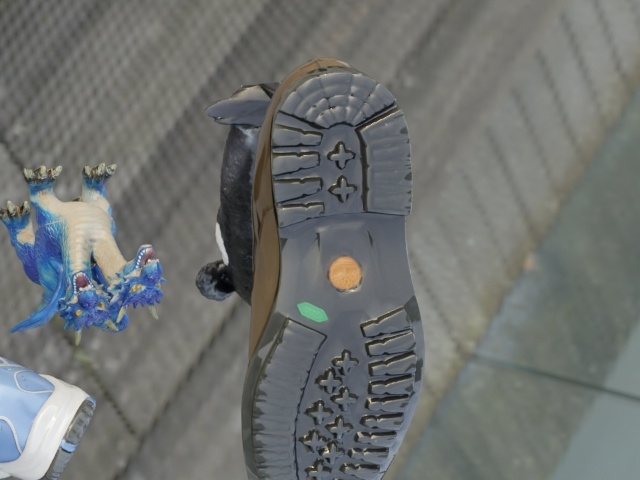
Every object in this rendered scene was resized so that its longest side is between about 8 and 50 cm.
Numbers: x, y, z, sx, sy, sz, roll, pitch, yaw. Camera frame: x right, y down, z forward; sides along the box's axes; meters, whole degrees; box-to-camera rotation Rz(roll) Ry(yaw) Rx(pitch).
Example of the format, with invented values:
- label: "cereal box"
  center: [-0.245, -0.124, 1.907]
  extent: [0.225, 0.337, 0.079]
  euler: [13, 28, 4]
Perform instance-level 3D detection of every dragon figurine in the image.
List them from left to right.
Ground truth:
- label: "dragon figurine"
  center: [-0.197, 0.030, 1.541]
  extent: [0.085, 0.289, 0.144]
  euler: [-2, 74, -24]

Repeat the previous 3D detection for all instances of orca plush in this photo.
- label: "orca plush"
  center: [0.000, 0.000, 1.395]
  extent: [0.151, 0.102, 0.287]
  euler: [-25, 148, -22]

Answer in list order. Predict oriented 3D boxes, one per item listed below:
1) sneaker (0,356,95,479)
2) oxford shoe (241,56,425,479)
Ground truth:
- label: "sneaker"
  center: [-0.208, 0.103, 1.218]
  extent: [0.081, 0.211, 0.080]
  euler: [32, 68, -19]
- label: "oxford shoe"
  center: [0.004, 0.025, 0.937]
  extent: [0.082, 0.096, 0.227]
  euler: [3, 105, -10]
